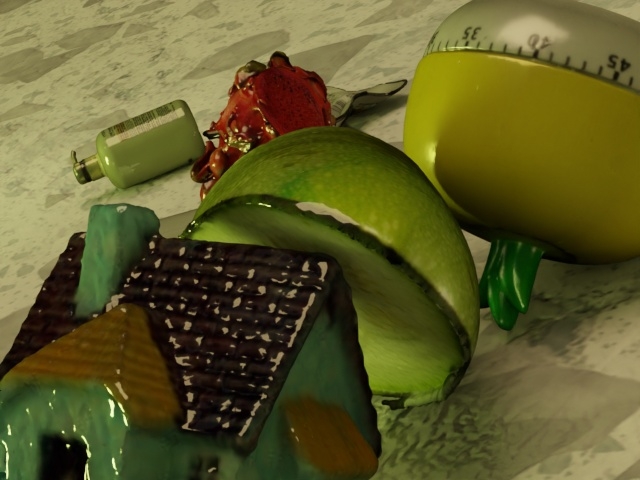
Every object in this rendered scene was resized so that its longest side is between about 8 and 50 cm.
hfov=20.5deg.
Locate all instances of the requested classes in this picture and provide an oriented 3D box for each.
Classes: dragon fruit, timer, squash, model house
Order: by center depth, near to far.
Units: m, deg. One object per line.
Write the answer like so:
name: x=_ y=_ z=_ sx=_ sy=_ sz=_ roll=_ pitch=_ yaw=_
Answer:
model house: x=-0.103 y=0.100 z=1.233 sx=0.280 sy=0.248 sz=0.230 roll=4 pitch=1 yaw=36
squash: x=0.016 y=0.035 z=1.335 sx=0.210 sy=0.234 sz=0.309 roll=-49 pitch=8 yaw=12
timer: x=0.187 y=-0.052 z=1.523 sx=0.285 sy=0.285 sz=0.285 roll=-18 pitch=23 yaw=8
dragon fruit: x=-0.069 y=-0.109 z=1.979 sx=0.207 sy=0.133 sz=0.150 roll=-53 pitch=2 yaw=-2

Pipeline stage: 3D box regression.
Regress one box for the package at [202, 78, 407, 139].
package: x=-0.017 y=-0.157 z=2.153 sx=0.232 sy=0.040 sz=0.166 roll=-1 pitch=24 yaw=43

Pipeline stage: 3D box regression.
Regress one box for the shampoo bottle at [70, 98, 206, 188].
shampoo bottle: x=-0.227 y=-0.110 z=2.177 sx=0.162 sy=0.079 sz=0.079 roll=-23 pitch=22 yaw=-5

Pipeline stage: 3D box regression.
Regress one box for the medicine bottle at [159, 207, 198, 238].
medicine bottle: x=-0.100 y=0.048 z=1.606 sx=0.289 sy=0.157 sz=0.157 roll=-15 pitch=23 yaw=15
